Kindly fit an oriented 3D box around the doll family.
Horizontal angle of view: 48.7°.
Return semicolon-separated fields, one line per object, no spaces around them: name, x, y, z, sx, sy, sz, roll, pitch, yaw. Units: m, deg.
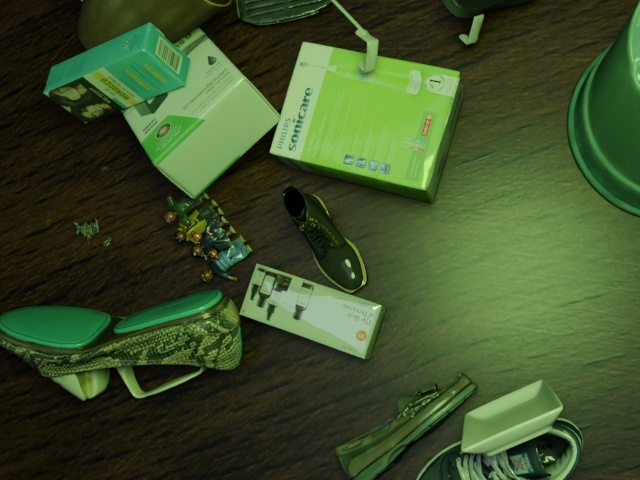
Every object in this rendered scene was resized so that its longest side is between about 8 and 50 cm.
doll family;-0.214;-0.005;1.302;0.111;0.076;0.193;-39;77;1

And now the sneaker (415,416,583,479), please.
sneaker;0.266;0.347;1.080;0.282;0.153;0.099;-25;76;10

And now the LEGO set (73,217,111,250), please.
LEGO set;-0.448;-0.013;1.394;0.054;0.023;0.083;-40;87;8

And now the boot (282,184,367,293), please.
boot;0.000;0.000;1.211;0.076;0.137;0.198;-38;75;7

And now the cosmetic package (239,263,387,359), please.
cosmetic package;-0.014;0.123;1.236;0.238;0.060;0.099;17;87;17

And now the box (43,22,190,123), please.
box;-0.349;-0.280;1.207;0.244;0.100;0.060;-12;58;30

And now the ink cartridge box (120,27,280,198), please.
ink cartridge box;-0.236;-0.248;1.262;0.211;0.121;0.289;-43;49;4

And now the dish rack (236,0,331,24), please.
dish rack;-0.084;-0.548;1.339;0.208;0.074;0.272;-10;80;8

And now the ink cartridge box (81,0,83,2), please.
ink cartridge box;-0.358;-0.561;1.357;0.270;0.198;0.197;-43;75;6

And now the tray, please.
tray;0.278;0.259;1.031;0.145;0.270;0.030;-26;81;10

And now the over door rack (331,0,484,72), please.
over door rack;0.107;-0.455;1.197;0.239;0.108;0.324;-20;66;-23

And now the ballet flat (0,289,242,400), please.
ballet flat;-0.365;0.203;1.278;0.482;0.164;0.182;-6;108;15

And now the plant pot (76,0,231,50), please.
plant pot;-0.307;-0.411;1.208;0.230;0.215;0.215;-35;74;26

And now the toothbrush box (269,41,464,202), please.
toothbrush box;0.083;-0.204;1.227;0.283;0.122;0.206;15;86;16

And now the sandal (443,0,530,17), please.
sandal;0.316;-0.440;1.184;0.254;0.054;0.097;-32;85;-24

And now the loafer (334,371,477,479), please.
loafer;0.133;0.297;1.158;0.267;0.096;0.084;-43;68;7

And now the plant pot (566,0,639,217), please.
plant pot;0.543;-0.218;0.999;0.340;0.334;0.342;-2;81;13
